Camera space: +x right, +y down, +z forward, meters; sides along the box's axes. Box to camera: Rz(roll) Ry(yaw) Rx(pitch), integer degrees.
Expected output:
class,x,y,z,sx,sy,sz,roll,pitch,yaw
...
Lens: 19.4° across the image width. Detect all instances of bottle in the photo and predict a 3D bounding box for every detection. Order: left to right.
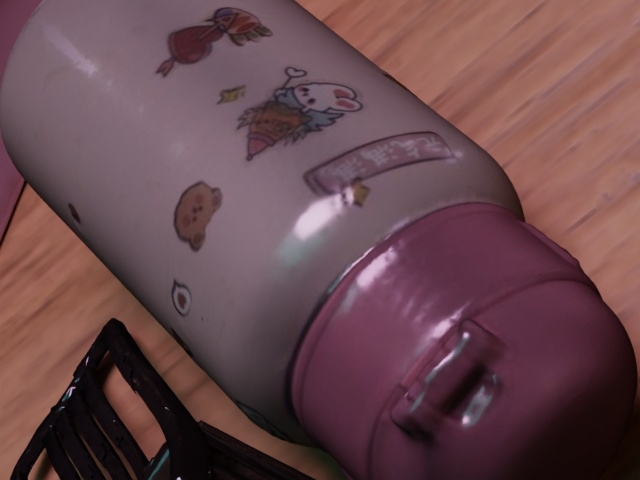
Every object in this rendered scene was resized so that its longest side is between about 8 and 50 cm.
class,x,y,z,sx,sy,sz,roll,pitch,yaw
bottle,0.000,0.000,0.584,0.110,0.110,0.233,-53,53,6

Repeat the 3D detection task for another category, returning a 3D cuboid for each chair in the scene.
class,x,y,z,sx,sy,sz,roll,pitch,yaw
chair,-0.037,0.098,0.601,0.084,0.101,0.212,-57,14,2

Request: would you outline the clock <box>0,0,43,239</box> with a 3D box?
class,x,y,z,sx,sy,sz,roll,pitch,yaw
clock,-0.211,-0.128,0.798,0.275,0.080,0.290,20,84,38
